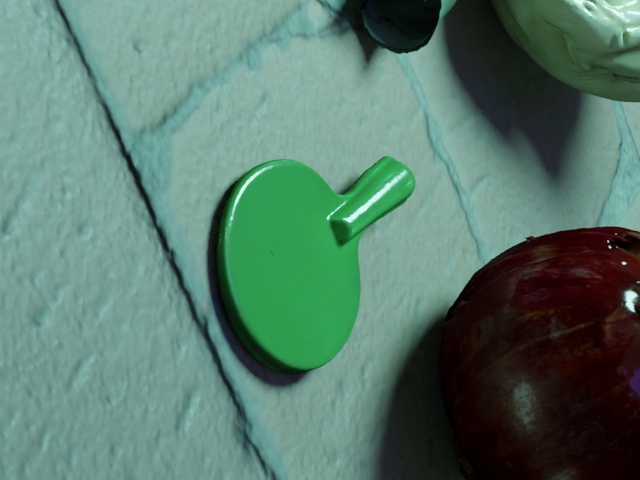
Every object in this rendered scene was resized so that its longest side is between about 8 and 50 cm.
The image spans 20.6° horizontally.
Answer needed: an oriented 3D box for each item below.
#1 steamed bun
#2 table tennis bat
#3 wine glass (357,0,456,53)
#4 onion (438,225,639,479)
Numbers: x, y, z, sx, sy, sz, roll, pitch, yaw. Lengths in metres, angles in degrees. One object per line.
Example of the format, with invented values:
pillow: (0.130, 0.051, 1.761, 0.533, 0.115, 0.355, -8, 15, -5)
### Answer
steamed bun: (0.312, -0.292, 1.734, 0.394, 0.237, 0.346, -35, 89, -24)
table tennis bat: (0.000, 0.000, 1.357, 0.257, 0.039, 0.160, -39, 114, -48)
wine glass: (0.093, -0.245, 1.524, 0.079, 0.079, 0.195, 58, 38, -30)
onion: (0.220, 0.123, 1.480, 0.276, 0.276, 0.276, 21, 64, -53)
